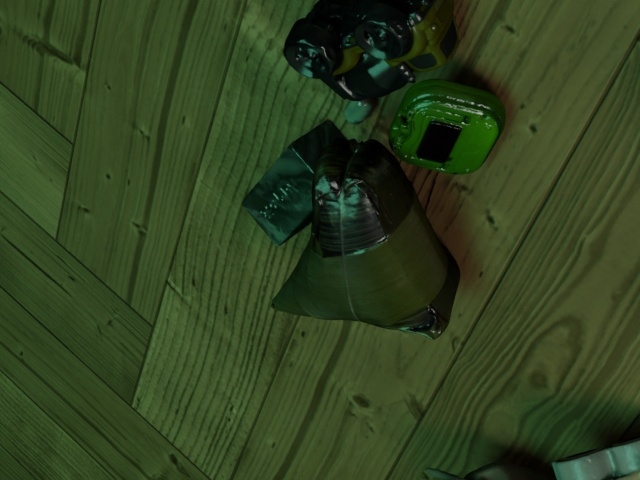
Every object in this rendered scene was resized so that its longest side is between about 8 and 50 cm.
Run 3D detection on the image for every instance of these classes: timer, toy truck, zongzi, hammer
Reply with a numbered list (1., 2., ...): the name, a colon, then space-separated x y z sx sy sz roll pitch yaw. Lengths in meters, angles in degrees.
1. timer: 0.154 -0.136 1.663 0.128 0.047 0.140 13 144 -8
2. toy truck: 0.077 -0.248 1.648 0.224 0.147 0.165 -7 137 44
3. zongzi: 0.000 0.000 1.793 0.317 0.154 0.289 -5 130 33
4. hammer: 0.035 -0.196 1.796 0.083 0.031 0.052 52 137 11

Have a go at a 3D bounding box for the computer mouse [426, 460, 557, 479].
1. computer mouse: 0.317 0.419 1.882 0.389 0.115 0.199 29 110 24

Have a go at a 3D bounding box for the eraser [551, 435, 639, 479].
1. eraser: 0.413 0.399 1.713 0.171 0.087 0.290 -20 82 18

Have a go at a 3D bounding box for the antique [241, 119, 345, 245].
1. antique: -0.028 -0.075 1.899 0.088 0.086 0.183 50 140 5
